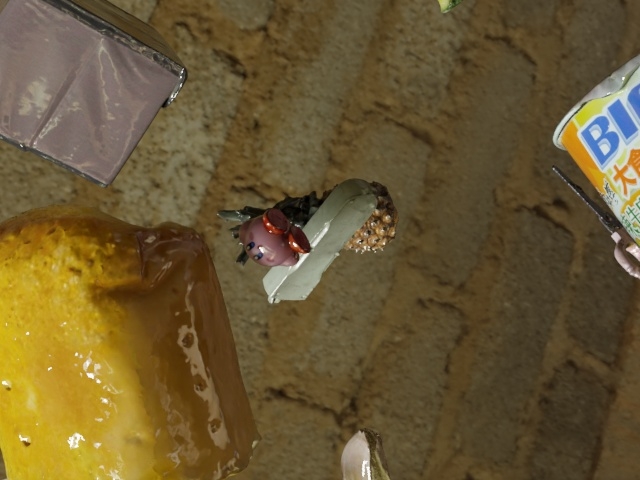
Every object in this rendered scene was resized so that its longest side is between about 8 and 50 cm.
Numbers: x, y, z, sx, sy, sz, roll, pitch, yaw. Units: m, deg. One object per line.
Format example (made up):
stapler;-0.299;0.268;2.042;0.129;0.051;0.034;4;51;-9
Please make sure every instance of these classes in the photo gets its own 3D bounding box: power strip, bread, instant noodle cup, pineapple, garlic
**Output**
power strip;0.001;0.002;1.506;0.286;0.080;0.048;-52;50;32
bread;-0.297;0.148;1.140;0.361;0.250;0.394;-7;101;31
instant noodle cup;0.421;-0.086;0.927;0.296;0.296;0.214;-40;69;41
pineapple;-0.029;-0.041;1.851;0.165;0.365;0.165;175;90;-75
garlic;0.092;0.458;1.803;0.101;0.087;0.195;7;106;58

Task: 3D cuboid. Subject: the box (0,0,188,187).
box;-0.269;-0.185;0.954;0.153;0.188;0.252;-56;28;11

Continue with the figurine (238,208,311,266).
figurine;-0.060;0.001;1.140;0.071;0.083;0.067;-36;15;29

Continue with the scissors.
scissors;0.508;-0.018;1.538;0.317;0.160;0.024;49;129;16

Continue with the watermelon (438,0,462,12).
watermelon;0.074;-0.274;0.742;0.092;0.181;0.075;-34;6;-27
